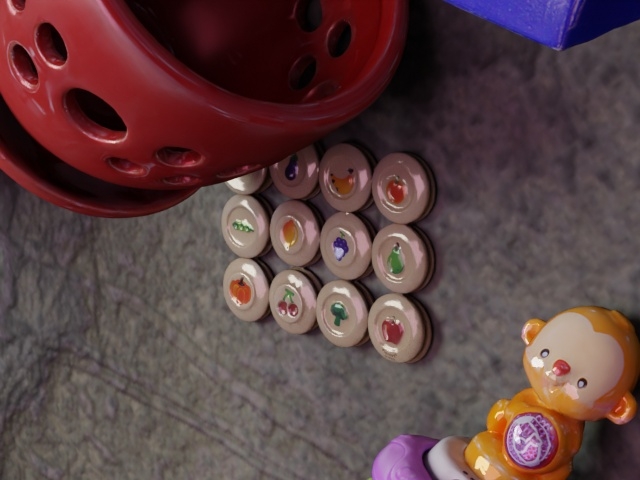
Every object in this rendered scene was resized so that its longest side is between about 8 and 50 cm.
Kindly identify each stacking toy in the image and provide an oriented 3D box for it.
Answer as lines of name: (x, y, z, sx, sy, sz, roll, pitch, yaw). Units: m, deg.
stacking toy: (0.058, 0.157, 0.723, 0.175, 0.166, 0.302, 43, 109, 33)

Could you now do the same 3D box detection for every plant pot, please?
plant pot: (-0.078, -0.112, 0.755, 0.174, 0.191, 0.191, -30, 77, 51)

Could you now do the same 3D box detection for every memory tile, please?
memory tile: (0.000, 0.000, 0.817, 0.148, 0.012, 0.113, 12, 106, 41)

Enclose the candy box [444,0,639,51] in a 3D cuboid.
candy box: (0.014, -0.252, 0.517, 0.317, 0.122, 0.268, 30, 120, 26)
